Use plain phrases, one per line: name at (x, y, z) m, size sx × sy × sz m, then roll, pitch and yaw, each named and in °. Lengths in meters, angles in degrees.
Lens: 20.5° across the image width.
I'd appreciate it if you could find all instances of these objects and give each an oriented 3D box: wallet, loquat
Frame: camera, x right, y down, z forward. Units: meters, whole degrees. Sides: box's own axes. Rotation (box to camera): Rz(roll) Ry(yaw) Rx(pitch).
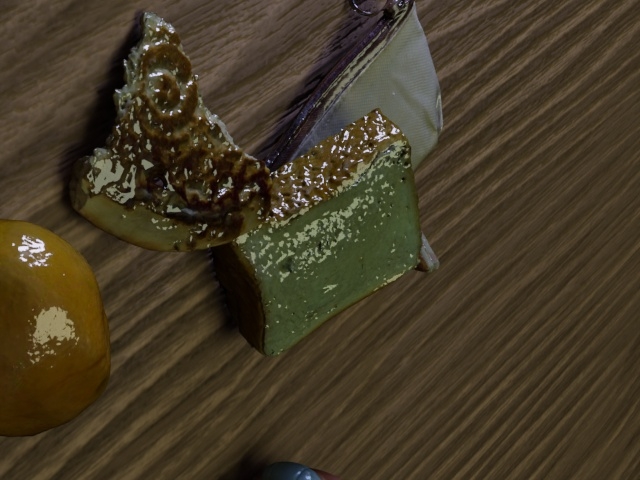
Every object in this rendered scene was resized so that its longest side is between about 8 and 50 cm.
wallet at (0.040, -0.123, 2.107) m, size 0.335 × 0.068 × 0.275 m, roll -54°, pitch 144°, yaw -17°
loquat at (-0.274, 0.078, 1.531) m, size 0.176 × 0.187 × 0.234 m, roll -57°, pitch 149°, yaw -27°

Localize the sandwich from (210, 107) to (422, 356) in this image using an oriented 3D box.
sandwich at (0.001, 0.000, 2.005) m, size 0.251 × 0.087 × 0.226 m, roll -32°, pitch 141°, yaw -21°

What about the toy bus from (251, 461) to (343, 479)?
toy bus at (-0.047, 0.393, 2.140) m, size 0.288 × 0.194 × 0.232 m, roll -44°, pitch 129°, yaw -40°

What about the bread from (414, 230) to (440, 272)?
bread at (0.104, 0.002, 2.302) m, size 0.043 × 0.062 × 0.109 m, roll -9°, pitch 72°, yaw -61°

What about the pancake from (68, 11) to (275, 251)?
pancake at (-0.151, -0.107, 1.772) m, size 0.266 × 0.057 × 0.244 m, roll -14°, pitch 102°, yaw -50°
